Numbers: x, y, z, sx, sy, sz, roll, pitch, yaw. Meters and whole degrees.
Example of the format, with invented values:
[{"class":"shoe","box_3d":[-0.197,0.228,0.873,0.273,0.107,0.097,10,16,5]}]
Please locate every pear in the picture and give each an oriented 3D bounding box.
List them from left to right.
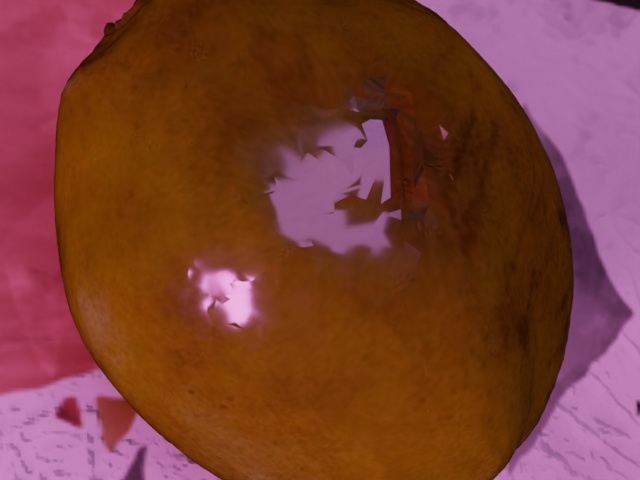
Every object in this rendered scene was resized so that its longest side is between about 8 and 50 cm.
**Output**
[{"class":"pear","box_3d":[0.000,0.000,0.886,0.269,0.269,0.321,-36,103,-22]}]
